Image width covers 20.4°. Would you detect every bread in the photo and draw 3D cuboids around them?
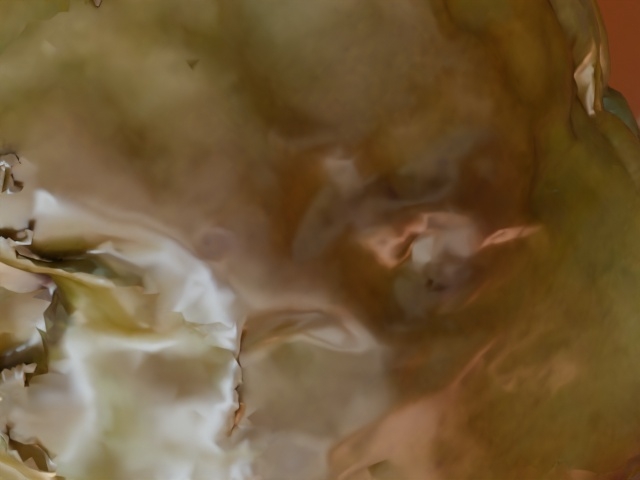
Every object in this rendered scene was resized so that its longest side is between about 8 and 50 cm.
[{"bbox_3d":[0.000,0.000,0.565,0.277,0.324,0.167,-40,38,-14],"label":"bread"}]
